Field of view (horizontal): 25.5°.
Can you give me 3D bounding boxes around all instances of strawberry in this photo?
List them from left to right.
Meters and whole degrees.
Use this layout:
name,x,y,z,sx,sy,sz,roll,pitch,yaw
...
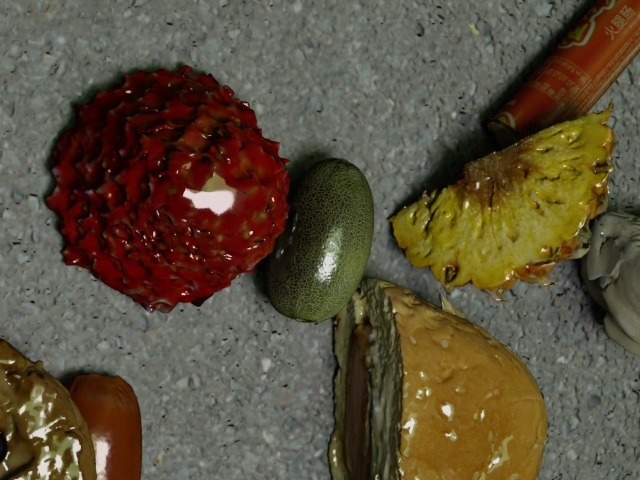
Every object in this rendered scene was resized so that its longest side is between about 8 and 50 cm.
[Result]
name,x,y,z,sx,sy,sz,roll,pitch,yaw
strawberry,-0.122,-0.034,1.247,0.234,0.178,0.234,-3,99,-18

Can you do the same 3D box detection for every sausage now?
name,x,y,z,sx,sy,sz,roll,pitch,yaw
sausage,-0.214,0.272,1.298,0.089,0.083,0.300,6,94,-15
sausage,0.279,-0.186,1.470,0.264,0.083,0.083,-48,114,-14

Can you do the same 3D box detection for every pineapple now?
name,x,y,z,sx,sy,sz,roll,pitch,yaw
pineapple,0.213,-0.001,1.409,0.250,0.139,0.164,-25,148,12

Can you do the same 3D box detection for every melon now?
name,x,y,z,sx,sy,sz,roll,pitch,yaw
melon,0.000,0.000,1.350,0.099,0.099,0.162,17,88,-27

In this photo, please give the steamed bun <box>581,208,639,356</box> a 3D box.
name,x,y,z,sx,sy,sz,roll,pitch,yaw
steamed bun,0.365,0.061,1.491,0.211,0.218,0.144,6,117,-32

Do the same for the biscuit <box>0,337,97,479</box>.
name,x,y,z,sx,sy,sz,roll,pitch,yaw
biscuit,-0.333,0.206,1.199,0.296,0.075,0.296,-1,93,-11

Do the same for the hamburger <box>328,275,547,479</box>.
name,x,y,z,sx,sy,sz,roll,pitch,yaw
hamburger,0.129,0.194,1.409,0.209,0.162,0.330,-4,95,-24
